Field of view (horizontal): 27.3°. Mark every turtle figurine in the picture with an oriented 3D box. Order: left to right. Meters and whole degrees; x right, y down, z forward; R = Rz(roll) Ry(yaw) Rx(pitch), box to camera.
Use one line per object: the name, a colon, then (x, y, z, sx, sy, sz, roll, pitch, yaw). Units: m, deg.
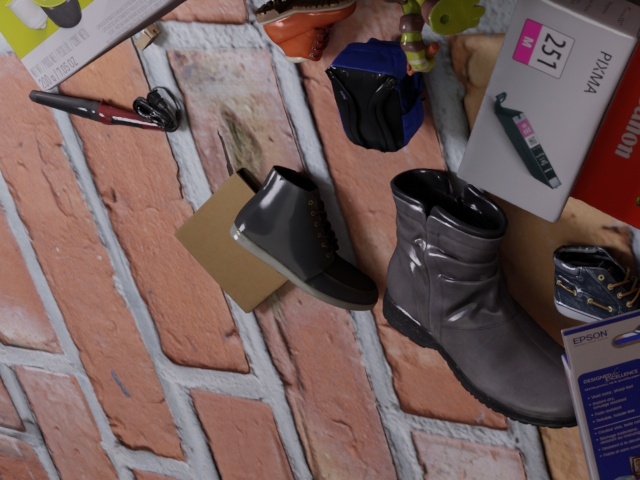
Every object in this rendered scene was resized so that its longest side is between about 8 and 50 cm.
turtle figurine: (0.099, -0.290, 1.334, 0.087, 0.217, 0.269, 1, 106, -11)

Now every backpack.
backpack: (0.077, -0.168, 1.537, 0.098, 0.101, 0.120, 16, 134, 32)

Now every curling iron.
curling iron: (-0.307, -0.194, 1.878, 0.274, 0.035, 0.068, 10, 123, 33)

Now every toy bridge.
toy bridge: (-0.282, -0.341, 1.749, 0.188, 0.026, 0.063, 48, 136, -2)

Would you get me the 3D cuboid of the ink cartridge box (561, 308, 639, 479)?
ink cartridge box: (0.381, 0.196, 1.500, 0.176, 0.069, 0.371, -16, 129, 5)

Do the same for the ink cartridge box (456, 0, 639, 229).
ink cartridge box: (0.293, -0.125, 1.401, 0.239, 0.060, 0.275, 27, 138, 12)

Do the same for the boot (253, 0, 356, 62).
boot: (-0.003, -0.256, 1.571, 0.158, 0.059, 0.084, -3, 123, 50)

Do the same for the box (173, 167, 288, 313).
box: (-0.108, 0.003, 1.881, 0.164, 0.021, 0.201, 48, 139, -2)

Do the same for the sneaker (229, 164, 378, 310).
sneaker: (0.000, 0.000, 1.749, 0.222, 0.083, 0.118, 31, 111, -7)

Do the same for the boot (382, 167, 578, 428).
boot: (0.202, 0.066, 1.581, 0.338, 0.118, 0.222, 30, 136, 30)

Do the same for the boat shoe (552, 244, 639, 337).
boat shoe: (0.349, 0.061, 1.521, 0.183, 0.065, 0.083, 14, 133, 34)

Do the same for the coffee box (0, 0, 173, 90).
coffee box: (-0.200, -0.419, 1.386, 0.338, 0.338, 0.334, -23, 105, 46)
